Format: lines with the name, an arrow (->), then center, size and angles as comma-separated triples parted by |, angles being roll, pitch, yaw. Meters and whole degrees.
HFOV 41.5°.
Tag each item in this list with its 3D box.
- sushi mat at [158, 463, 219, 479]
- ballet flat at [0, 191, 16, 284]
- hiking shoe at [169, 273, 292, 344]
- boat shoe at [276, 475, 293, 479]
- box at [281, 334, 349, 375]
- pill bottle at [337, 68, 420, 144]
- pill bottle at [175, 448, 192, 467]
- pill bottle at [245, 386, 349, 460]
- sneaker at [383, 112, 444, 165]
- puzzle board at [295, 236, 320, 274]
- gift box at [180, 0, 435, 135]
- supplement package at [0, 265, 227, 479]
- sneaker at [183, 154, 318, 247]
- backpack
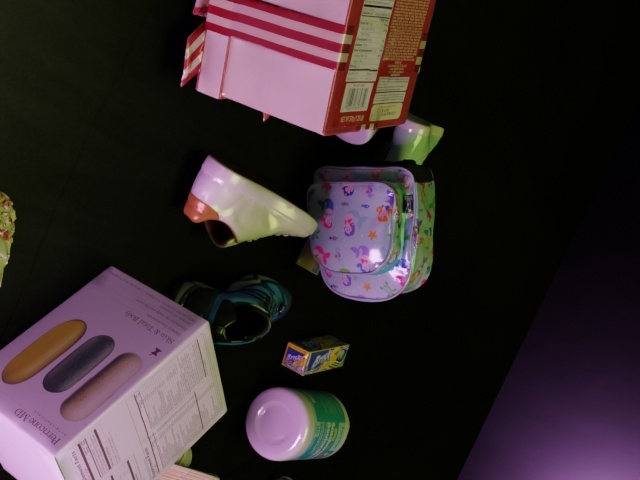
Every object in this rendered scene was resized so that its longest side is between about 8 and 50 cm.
sushi mat -> -0.305, 0.391, 1.355 | 0.151, 0.019, 0.316 | -35, 145, 10
ballet flat -> -0.413, 0.057, 0.969 | 0.241, 0.077, 0.091 | -59, 150, -11
hiking shoe -> -0.128, 0.132, 1.437 | 0.304, 0.132, 0.113 | -4, 115, -58
boat shoe -> -0.126, 0.632, 1.881 | 0.224, 0.080, 0.073 | -60, 156, 1
box -> -0.009, 0.242, 1.792 | 0.169, 0.059, 0.054 | 0, 110, -59
pill bottle -> 0.095, -0.271, 1.515 | 0.187, 0.112, 0.112 | -50, 148, -26
pill bottle -> -0.275, 0.340, 1.402 | 0.087, 0.087, 0.160 | -55, 150, -17
pill bottle -> -0.033, 0.386, 1.773 | 0.264, 0.146, 0.146 | 23, 92, -61
sneaker -> 0.174, -0.178, 1.714 | 0.151, 0.094, 0.256 | -68, 169, 14
puzzle board -> 0.000, 0.000, 1.671 | 0.128, 0.011, 0.096 | -62, 152, -4
gift box -> -0.025, -0.274, 1.163 | 0.255, 0.258, 0.277 | -10, 121, -56
supplement package -> -0.297, 0.214, 1.152 | 0.262, 0.199, 0.198 | -42, 144, -35
sneaker -> -0.118, -0.040, 1.372 | 0.123, 0.106, 0.290 | -57, 144, 5
backpack -> 0.092, -0.013, 1.549 | 0.191, 0.225, 0.254 | -22, 112, -56
